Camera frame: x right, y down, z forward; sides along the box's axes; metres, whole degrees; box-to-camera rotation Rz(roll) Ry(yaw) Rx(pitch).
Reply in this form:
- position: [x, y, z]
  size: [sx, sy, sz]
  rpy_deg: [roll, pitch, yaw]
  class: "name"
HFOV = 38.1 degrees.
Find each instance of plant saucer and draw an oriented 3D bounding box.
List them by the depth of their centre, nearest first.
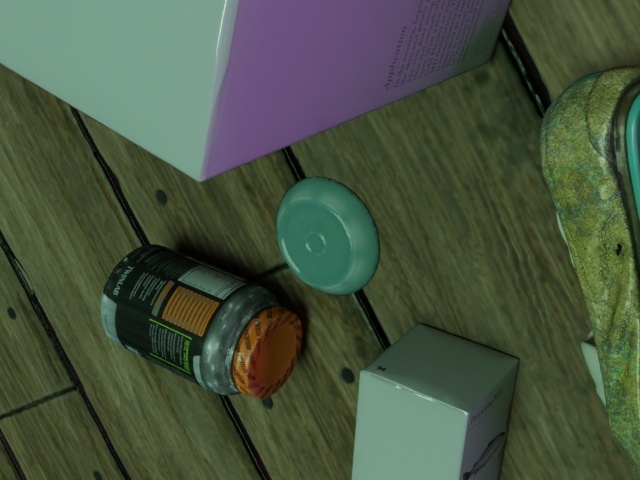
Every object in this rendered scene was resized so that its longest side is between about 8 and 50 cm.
- position: [0.000, 0.000, 0.879]
  size: [0.119, 0.021, 0.119]
  rpy_deg: [15, 117, 31]
  class: "plant saucer"

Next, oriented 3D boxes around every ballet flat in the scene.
- position: [0.234, 0.046, 0.675]
  size: [0.123, 0.123, 0.349]
  rpy_deg: [-5, 107, 38]
  class: "ballet flat"

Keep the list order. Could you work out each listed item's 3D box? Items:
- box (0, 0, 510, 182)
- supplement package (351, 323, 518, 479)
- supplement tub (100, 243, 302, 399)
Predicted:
- position: [-0.028, -0.198, 0.601]
  size: [0.215, 0.345, 0.168]
  rpy_deg: [31, 125, 24]
  class: "box"
- position: [0.098, 0.185, 0.829]
  size: [0.105, 0.105, 0.179]
  rpy_deg: [19, 120, 30]
  class: "supplement package"
- position: [-0.120, 0.084, 0.943]
  size: [0.190, 0.117, 0.117]
  rpy_deg: [21, 120, 29]
  class: "supplement tub"
